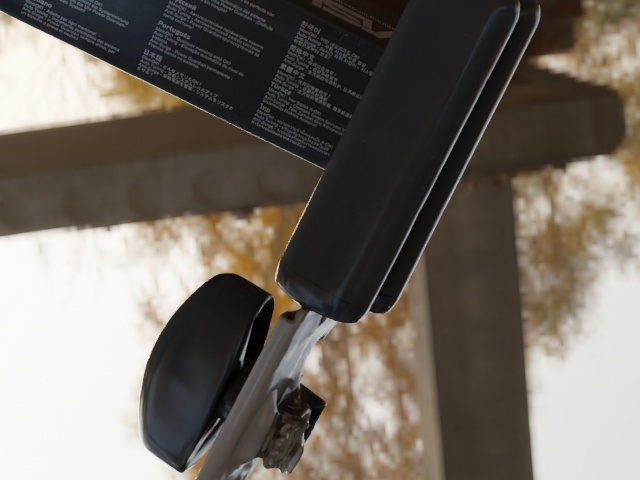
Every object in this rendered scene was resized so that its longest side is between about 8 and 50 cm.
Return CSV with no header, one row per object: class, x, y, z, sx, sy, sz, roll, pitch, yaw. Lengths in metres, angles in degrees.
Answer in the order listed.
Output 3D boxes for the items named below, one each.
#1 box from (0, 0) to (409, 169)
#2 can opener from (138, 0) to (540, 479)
box,-0.119,-0.209,1.040,0.394,0.097,0.318,26,-154,-7
can opener,0.000,0.000,0.736,0.093,0.280,0.074,34,-164,13
